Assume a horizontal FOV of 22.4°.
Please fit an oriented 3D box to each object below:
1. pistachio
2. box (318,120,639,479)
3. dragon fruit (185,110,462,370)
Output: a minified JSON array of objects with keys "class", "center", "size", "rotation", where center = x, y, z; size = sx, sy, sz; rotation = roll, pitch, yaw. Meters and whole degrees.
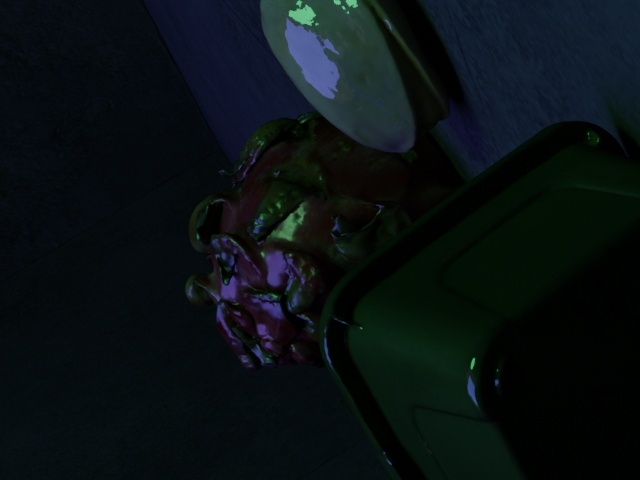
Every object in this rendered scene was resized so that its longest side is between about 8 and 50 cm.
[{"class":"pistachio","center":[0.028,-0.167,1.405],"size":[0.200,0.117,0.145],"rotation":[57,169,5]},{"class":"box","center":[0.187,0.115,1.019],"size":[0.329,0.252,0.178],"rotation":[60,161,-21]},{"class":"dragon fruit","center":[0.000,0.000,1.651],"size":[0.269,0.291,0.250],"rotation":[56,179,29]}]
